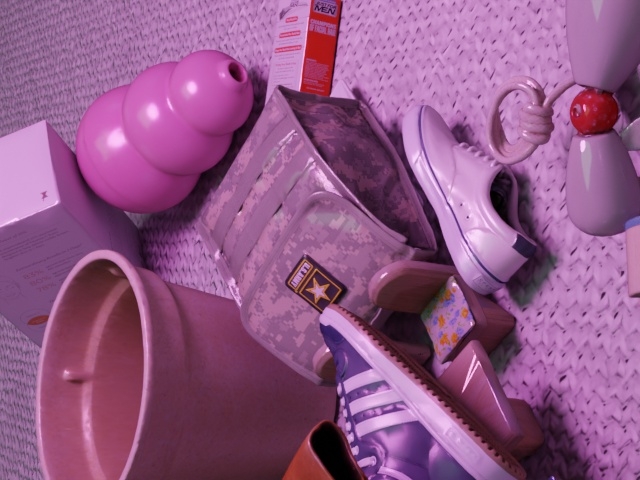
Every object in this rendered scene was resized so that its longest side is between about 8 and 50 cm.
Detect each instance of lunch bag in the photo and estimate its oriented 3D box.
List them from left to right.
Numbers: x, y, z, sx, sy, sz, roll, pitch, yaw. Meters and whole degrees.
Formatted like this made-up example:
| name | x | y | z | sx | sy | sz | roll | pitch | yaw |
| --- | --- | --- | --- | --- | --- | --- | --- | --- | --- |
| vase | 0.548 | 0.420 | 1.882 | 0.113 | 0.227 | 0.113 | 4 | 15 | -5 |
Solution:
| name | x | y | z | sx | sy | sz | roll | pitch | yaw |
| --- | --- | --- | --- | --- | --- | --- | --- | --- | --- |
| lunch bag | 0.000 | 0.000 | 1.514 | 0.235 | 0.169 | 0.287 | -57 | 47 | 32 |

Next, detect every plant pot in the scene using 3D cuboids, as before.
| name | x | y | z | sx | sy | sz | roll | pitch | yaw |
| --- | --- | --- | --- | --- | --- | --- | --- | --- | --- |
| plant pot | -0.162 | 0.195 | 1.638 | 0.334 | 0.305 | 0.333 | -19 | 67 | 53 |

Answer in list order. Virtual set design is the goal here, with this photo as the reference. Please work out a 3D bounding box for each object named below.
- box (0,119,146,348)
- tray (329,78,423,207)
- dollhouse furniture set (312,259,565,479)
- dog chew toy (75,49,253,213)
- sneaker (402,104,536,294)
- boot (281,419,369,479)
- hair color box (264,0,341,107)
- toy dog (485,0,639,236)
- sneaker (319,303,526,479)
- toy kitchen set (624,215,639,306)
| name | x | y | z | sx | sy | sz | roll | pitch | yaw |
| --- | --- | --- | --- | --- | --- | --- | --- | --- | --- |
| box | -0.443 | 0.000 | 2.028 | 0.215 | 0.345 | 0.168 | -21 | 57 | 7 |
| tray | 0.053 | -0.074 | 1.624 | 0.145 | 0.030 | 0.270 | -61 | 39 | 30 |
| dollhouse furniture set | 0.052 | 0.272 | 1.340 | 0.394 | 0.256 | 0.362 | -55 | 42 | 35 |
| dog chew toy | -0.226 | -0.177 | 1.933 | 0.332 | 0.207 | 0.206 | -32 | 57 | 40 |
| sneaker | 0.170 | -0.061 | 1.407 | 0.091 | 0.094 | 0.258 | -36 | 54 | 22 |
| boot | 0.024 | 0.327 | 1.133 | 0.264 | 0.096 | 0.280 | 57 | 135 | 19 |
| hair color box | -0.025 | -0.253 | 1.762 | 0.093 | 0.053 | 0.167 | 7 | 90 | 58 |
| toy dog | 0.301 | -0.186 | 1.204 | 0.220 | 0.161 | 0.333 | 49 | 138 | 46 |
| sneaker | 0.052 | 0.187 | 1.211 | 0.153 | 0.099 | 0.282 | -51 | 49 | 5 |
| toy kitchen set | 0.373 | -0.009 | 1.095 | 0.207 | 0.166 | 0.122 | -4 | 78 | 19 |
